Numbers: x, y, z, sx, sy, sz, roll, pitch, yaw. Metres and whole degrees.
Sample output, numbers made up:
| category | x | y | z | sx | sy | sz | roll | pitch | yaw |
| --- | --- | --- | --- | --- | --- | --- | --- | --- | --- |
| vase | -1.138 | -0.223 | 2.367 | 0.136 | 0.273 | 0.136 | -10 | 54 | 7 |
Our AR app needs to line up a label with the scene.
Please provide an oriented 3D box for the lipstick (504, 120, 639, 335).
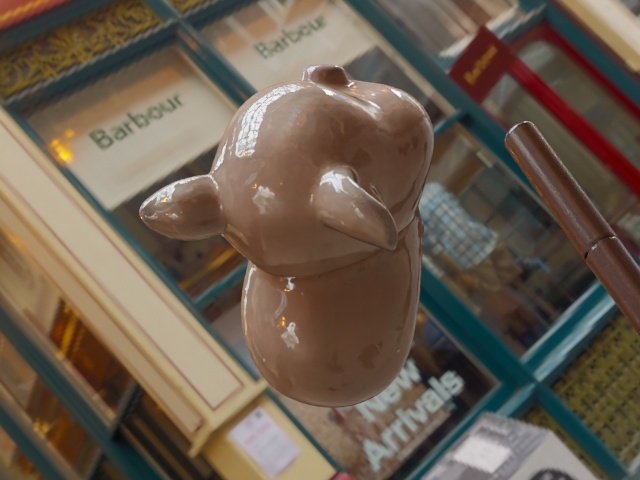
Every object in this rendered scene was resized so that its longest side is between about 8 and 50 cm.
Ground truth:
| category | x | y | z | sx | sy | sz | roll | pitch | yaw |
| --- | --- | --- | --- | --- | --- | --- | --- | --- | --- |
| lipstick | 0.363 | -0.025 | 1.431 | 0.057 | 0.356 | 0.057 | -20 | -31 | -13 |

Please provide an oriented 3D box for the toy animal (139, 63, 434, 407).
| category | x | y | z | sx | sy | sz | roll | pitch | yaw |
| --- | --- | --- | --- | --- | --- | --- | --- | --- | --- |
| toy animal | 0.000 | 0.000 | 0.967 | 0.269 | 0.237 | 0.326 | -6 | -80 | -66 |
